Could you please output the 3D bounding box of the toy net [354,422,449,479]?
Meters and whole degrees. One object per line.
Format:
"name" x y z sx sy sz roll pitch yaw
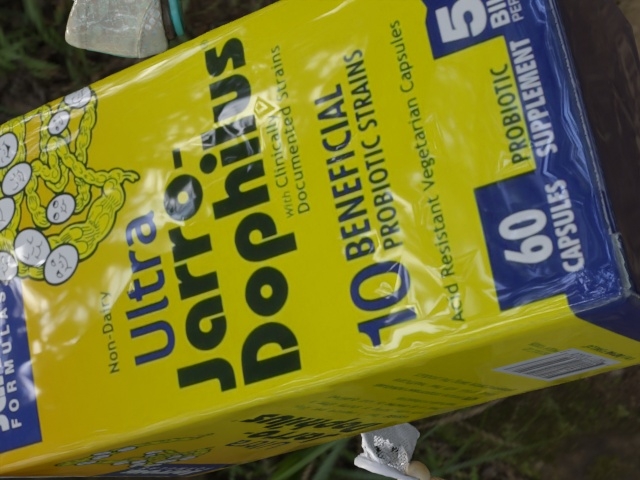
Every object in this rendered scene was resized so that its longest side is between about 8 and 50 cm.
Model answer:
"toy net" 0.089 0.233 1.006 0.232 0.122 0.045 45 122 23

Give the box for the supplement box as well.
"supplement box" 0.000 0.000 0.657 0.356 0.195 0.194 -19 72 25

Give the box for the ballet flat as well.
"ballet flat" -0.083 -0.155 0.459 0.052 0.057 0.168 -3 93 -1
